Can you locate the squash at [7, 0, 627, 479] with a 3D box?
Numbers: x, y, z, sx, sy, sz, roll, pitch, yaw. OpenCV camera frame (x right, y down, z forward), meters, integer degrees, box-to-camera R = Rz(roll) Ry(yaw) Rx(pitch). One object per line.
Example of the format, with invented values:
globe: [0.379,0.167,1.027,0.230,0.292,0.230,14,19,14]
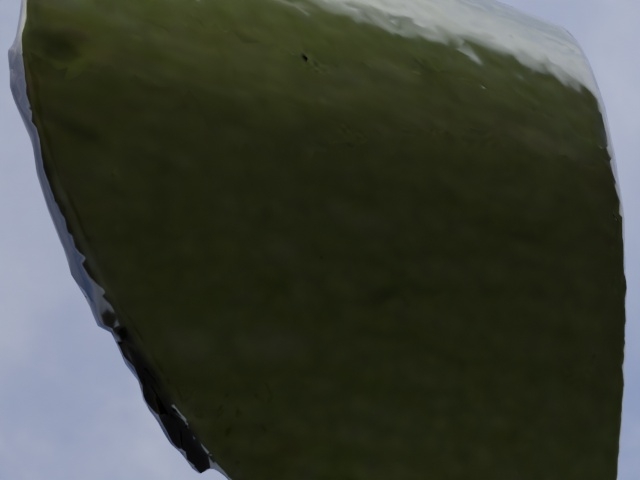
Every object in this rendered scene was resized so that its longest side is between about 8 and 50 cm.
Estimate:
squash: [0.000,0.000,0.492,0.155,0.204,0.237,2,-137,-5]
